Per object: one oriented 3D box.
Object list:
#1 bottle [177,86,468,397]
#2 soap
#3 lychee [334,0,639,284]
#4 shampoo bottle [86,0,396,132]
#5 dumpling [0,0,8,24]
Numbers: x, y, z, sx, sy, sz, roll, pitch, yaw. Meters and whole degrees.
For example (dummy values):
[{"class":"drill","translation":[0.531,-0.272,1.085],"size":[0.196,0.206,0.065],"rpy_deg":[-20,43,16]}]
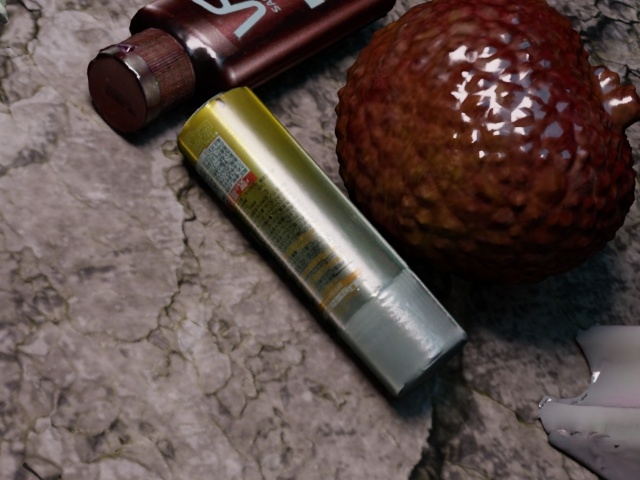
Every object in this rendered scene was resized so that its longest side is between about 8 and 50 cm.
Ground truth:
[{"class":"bottle","translation":[0.000,0.000,1.045],"size":[0.082,0.082,0.286],"rpy_deg":[-30,73,-39]},{"class":"soap","translation":[0.374,0.208,1.110],"size":[0.302,0.257,0.159],"rpy_deg":[1,40,30]},{"class":"lychee","translation":[0.143,-0.081,1.079],"size":[0.261,0.260,0.260],"rpy_deg":[14,51,-18]},{"class":"shampoo bottle","translation":[-0.070,-0.196,1.154],"size":[0.129,0.084,0.323],"rpy_deg":[40,48,18]},{"class":"dumpling","translation":[-0.342,-0.224,1.008],"size":[0.219,0.108,0.153],"rpy_deg":[27,7,26]}]
